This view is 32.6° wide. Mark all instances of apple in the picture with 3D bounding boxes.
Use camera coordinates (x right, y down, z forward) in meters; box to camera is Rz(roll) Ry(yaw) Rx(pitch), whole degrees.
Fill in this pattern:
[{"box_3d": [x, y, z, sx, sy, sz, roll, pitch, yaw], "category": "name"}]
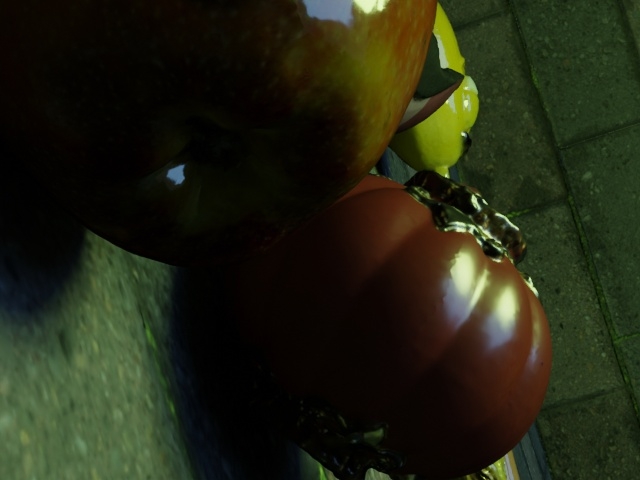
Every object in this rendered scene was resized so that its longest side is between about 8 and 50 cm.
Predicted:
[{"box_3d": [-0.052, -0.100, 0.495, 0.230, 0.230, 0.230, -17, 90, -77], "category": "apple"}]

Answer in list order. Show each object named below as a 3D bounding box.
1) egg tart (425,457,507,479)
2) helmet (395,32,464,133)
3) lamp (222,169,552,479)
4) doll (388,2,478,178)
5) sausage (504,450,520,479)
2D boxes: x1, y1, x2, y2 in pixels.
[{"box_3d": [0.154, 0.225, 1.220, 0.212, 0.090, 0.212, -15, 90, -79], "category": "egg tart"}, {"box_3d": [0.023, -0.171, 1.056, 0.198, 0.154, 0.253, 37, -9, 18], "category": "helmet"}, {"box_3d": [0.046, 0.050, 0.710, 0.227, 0.227, 0.226, -17, 90, -77], "category": "lamp"}, {"box_3d": [0.103, -0.299, 1.577, 0.348, 0.161, 0.423, -120, -165, -66], "category": "doll"}, {"box_3d": [0.190, 0.242, 1.359, 0.086, 0.086, 0.289, 37, 37, -69], "category": "sausage"}]
